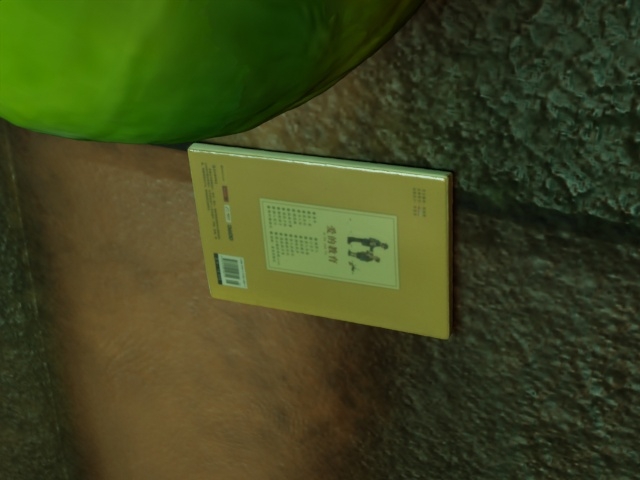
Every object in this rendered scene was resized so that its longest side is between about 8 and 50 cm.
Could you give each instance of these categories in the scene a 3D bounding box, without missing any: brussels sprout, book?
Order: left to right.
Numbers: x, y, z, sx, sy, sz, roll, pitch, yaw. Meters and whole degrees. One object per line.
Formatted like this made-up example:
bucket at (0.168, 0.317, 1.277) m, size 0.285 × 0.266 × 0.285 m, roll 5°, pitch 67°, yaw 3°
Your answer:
brussels sprout at (-0.084, -0.202, 0.409) m, size 0.344 × 0.344 × 0.268 m, roll 60°, pitch 158°, yaw -19°
book at (0.000, 0.000, 0.652) m, size 0.172 × 0.012 × 0.118 m, roll 9°, pitch 124°, yaw 20°
